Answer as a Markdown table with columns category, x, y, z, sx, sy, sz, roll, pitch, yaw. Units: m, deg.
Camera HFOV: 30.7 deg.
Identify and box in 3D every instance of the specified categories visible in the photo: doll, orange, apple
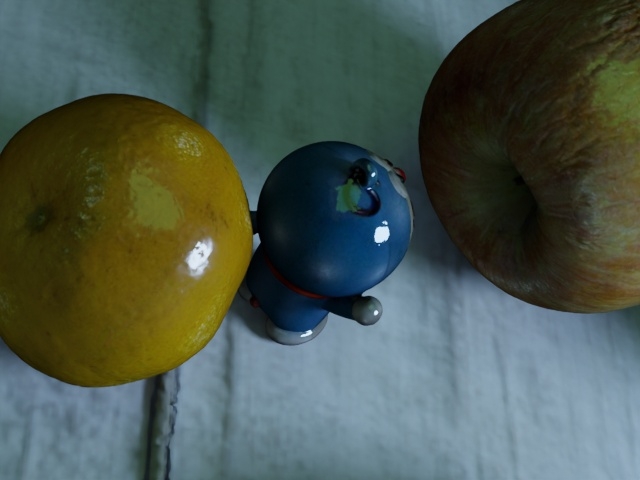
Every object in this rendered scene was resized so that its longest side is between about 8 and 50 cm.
| category | x | y | z | sx | sy | sz | roll | pitch | yaw |
| --- | --- | --- | --- | --- | --- | --- | --- | --- | --- |
| doll | 0.000 | 0.000 | 0.665 | 0.085 | 0.152 | 0.114 | -27 | 70 | -35 |
| orange | -0.109 | 0.001 | 0.632 | 0.136 | 0.159 | 0.159 | 26 | 38 | -59 |
| apple | 0.170 | -0.060 | 0.735 | 0.188 | 0.211 | 0.211 | -27 | 72 | -28 |
